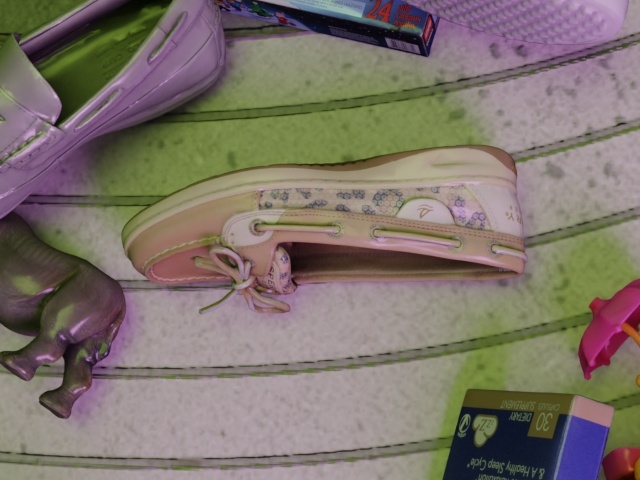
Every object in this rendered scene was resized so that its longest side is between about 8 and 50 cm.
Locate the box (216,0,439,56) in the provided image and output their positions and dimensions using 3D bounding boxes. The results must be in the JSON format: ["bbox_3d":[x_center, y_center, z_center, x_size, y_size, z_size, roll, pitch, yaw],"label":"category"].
[{"bbox_3d":[-0.007,-0.245,1.060,0.233,0.044,0.159,15,79,15],"label":"box"}]

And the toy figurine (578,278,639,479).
[{"bbox_3d":[0.237,0.100,0.895,0.173,0.130,0.159,-2,64,-11],"label":"toy figurine"}]

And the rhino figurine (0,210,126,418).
[{"bbox_3d":[-0.250,0.025,1.024,0.243,0.073,0.106,31,67,19],"label":"rhino figurine"}]

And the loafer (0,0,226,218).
[{"bbox_3d":[-0.216,-0.102,0.996,0.319,0.111,0.112,-34,62,-15],"label":"loafer"}]

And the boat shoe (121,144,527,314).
[{"bbox_3d":[0.000,0.000,0.963,0.285,0.104,0.089,-10,71,8],"label":"boat shoe"}]

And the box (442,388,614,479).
[{"bbox_3d":[0.111,0.207,0.874,0.037,0.136,0.225,19,78,-21],"label":"box"}]

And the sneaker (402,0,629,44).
[{"bbox_3d":[0.058,-0.257,0.956,0.366,0.135,0.150,24,85,16],"label":"sneaker"}]
